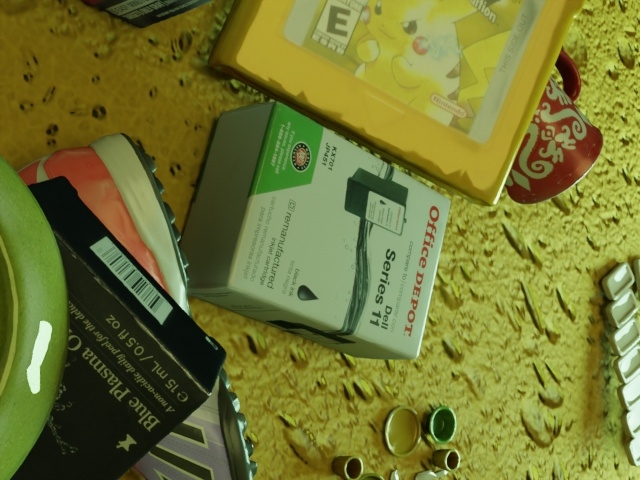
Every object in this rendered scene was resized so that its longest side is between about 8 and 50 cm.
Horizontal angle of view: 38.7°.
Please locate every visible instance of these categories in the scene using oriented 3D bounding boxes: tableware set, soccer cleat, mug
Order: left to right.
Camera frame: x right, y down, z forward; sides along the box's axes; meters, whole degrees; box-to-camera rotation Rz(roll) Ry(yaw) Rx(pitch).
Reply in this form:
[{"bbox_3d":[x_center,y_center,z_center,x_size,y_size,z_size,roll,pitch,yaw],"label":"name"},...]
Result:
[{"bbox_3d":[-0.132,0.090,0.638,0.116,0.108,0.318,-21,102,-19],"label":"soccer cleat"},{"bbox_3d":[0.074,0.207,0.840,0.154,0.024,0.104,-1,87,-39],"label":"tableware set"},{"bbox_3d":[0.191,-0.144,0.922,0.169,0.113,0.150,45,36,-24],"label":"mug"}]

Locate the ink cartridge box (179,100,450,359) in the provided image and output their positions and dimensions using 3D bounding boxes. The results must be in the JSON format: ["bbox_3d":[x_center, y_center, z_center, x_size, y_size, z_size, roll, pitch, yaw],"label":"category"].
[{"bbox_3d":[0.000,0.000,0.751,0.208,0.086,0.153,24,72,-37],"label":"ink cartridge box"}]

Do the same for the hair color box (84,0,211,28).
[{"bbox_3d":[-0.204,-0.258,0.544,0.347,0.173,0.105,21,75,-37],"label":"hair color box"}]

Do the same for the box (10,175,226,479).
[{"bbox_3d":[-0.166,0.073,0.534,0.158,0.093,0.156,-42,96,5],"label":"box"}]

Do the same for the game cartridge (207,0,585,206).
[{"bbox_3d":[0.096,-0.231,0.779,0.285,0.052,0.324,25,88,-21],"label":"game cartridge"}]

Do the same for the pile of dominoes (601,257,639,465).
[{"bbox_3d":[0.405,0.146,1.128,0.195,0.040,0.251,3,77,-39],"label":"pile of dominoes"}]

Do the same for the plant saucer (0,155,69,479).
[{"bbox_3d":[-0.232,0.035,0.407,0.240,0.037,0.241,4,80,-24],"label":"plant saucer"}]
